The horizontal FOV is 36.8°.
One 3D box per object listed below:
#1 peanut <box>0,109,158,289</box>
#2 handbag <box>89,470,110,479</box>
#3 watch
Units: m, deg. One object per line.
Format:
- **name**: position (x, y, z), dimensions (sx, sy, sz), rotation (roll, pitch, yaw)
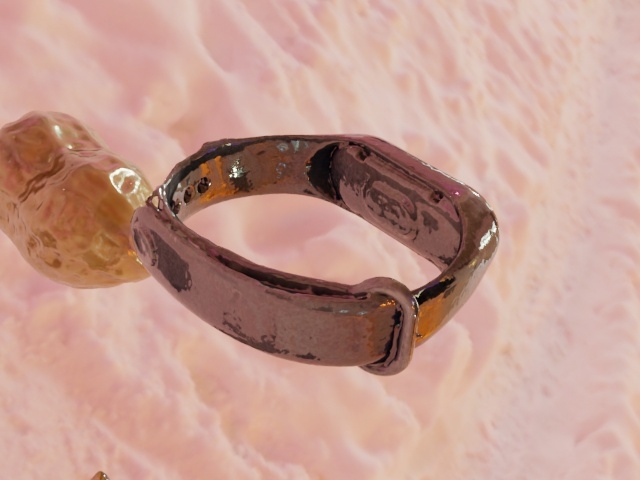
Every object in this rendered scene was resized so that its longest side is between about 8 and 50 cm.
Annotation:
- **peanut**: position (-0.256, -0.044, 0.962), dimensions (0.152, 0.152, 0.313), rotation (20, 12, -39)
- **handbag**: position (-0.264, 0.372, 0.726), dimensions (0.133, 0.283, 0.401), rotation (42, 19, -13)
- **watch**: position (0.000, 0.000, 0.599), dimensions (0.193, 0.068, 0.206), rotation (-22, 43, -31)
